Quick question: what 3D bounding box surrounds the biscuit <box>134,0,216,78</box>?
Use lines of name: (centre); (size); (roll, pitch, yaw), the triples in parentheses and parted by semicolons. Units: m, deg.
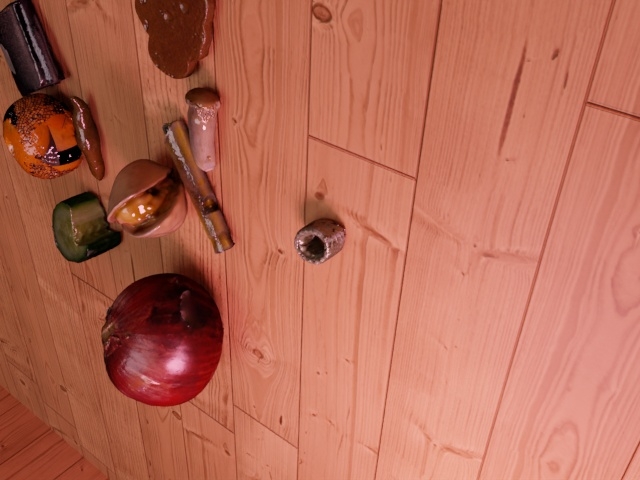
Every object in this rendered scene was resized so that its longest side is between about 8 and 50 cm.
biscuit: (-0.294, -0.466, 1.406); (0.208, 0.041, 0.290); (37, 136, 18)

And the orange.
orange: (-0.747, -0.279, 1.868); (0.234, 0.182, 0.234); (38, 148, 30)

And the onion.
onion: (-0.399, 0.237, 1.779); (0.341, 0.341, 0.341); (24, 131, 31)

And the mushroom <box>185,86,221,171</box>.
mushroom: (-0.257, -0.236, 1.513); (0.084, 0.071, 0.209); (37, 140, 27)

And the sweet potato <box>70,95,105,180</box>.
sweet potato: (-0.612, -0.260, 1.834); (0.067, 0.067, 0.274); (25, 137, 29)

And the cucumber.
cucumber: (-0.686, -0.037, 2.018); (0.191, 0.130, 0.191); (18, 121, 32)

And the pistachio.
pistachio: (-0.406, -0.090, 1.619); (0.299, 0.187, 0.187); (-111, -2, -75)

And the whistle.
whistle: (-0.287, -0.124, 1.622); (0.068, 0.057, 0.326); (-6, 112, 46)

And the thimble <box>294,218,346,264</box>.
thimble: (0.000, 0.000, 1.431); (0.110, 0.062, 0.084); (-28, 95, 49)

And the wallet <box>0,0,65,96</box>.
wallet: (-0.784, -0.501, 1.831); (0.262, 0.071, 0.221); (3, 119, 50)
